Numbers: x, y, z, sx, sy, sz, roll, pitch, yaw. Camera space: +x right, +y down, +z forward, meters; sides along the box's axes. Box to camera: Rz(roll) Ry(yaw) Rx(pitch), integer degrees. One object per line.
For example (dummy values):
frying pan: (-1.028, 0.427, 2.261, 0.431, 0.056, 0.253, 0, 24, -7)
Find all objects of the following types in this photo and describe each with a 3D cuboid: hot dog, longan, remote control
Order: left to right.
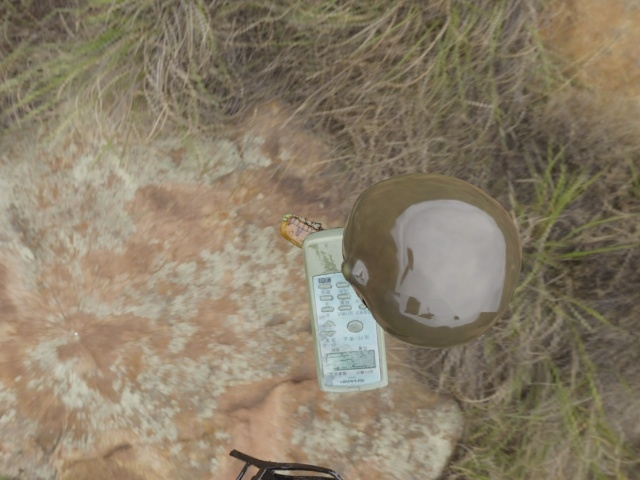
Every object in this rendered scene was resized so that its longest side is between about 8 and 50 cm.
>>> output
hot dog: (0.000, 0.000, 1.274, 0.122, 0.037, 0.049, 28, 38, 1)
remote control: (0.034, 0.096, 1.259, 0.098, 0.038, 0.234, -4, 112, 5)
longan: (0.108, 0.018, 0.930, 0.189, 0.189, 0.189, 1, 84, -14)

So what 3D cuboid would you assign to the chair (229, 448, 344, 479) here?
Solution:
chair: (-0.060, 0.373, 1.344, 0.101, 0.212, 0.084, -55, 129, -32)
